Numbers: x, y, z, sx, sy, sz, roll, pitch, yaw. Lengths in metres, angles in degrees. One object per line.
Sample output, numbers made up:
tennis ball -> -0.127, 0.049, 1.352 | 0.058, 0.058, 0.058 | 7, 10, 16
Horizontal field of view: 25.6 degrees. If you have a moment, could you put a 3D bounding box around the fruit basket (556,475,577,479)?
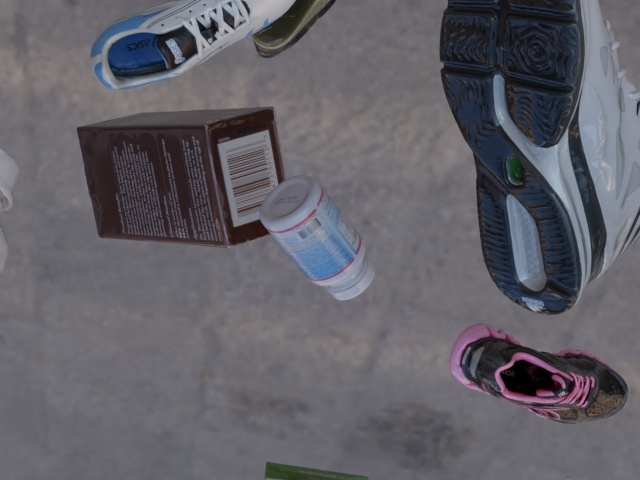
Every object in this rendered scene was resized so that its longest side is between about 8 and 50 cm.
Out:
fruit basket -> 0.218, 0.496, 1.637 | 0.327, 0.353, 0.165 | -35, 142, 29

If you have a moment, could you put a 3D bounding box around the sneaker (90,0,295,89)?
sneaker -> -0.124, -0.216, 1.438 | 0.237, 0.086, 0.085 | -25, 127, 6

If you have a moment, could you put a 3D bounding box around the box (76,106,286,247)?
box -> -0.217, -0.100, 2.197 | 0.143, 0.191, 0.381 | -19, -165, -38

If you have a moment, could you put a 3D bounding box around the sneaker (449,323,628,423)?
sneaker -> 0.135, 0.084, 0.819 | 0.119, 0.047, 0.057 | 15, -178, -24

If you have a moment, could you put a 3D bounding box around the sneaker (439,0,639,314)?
sneaker -> 0.275, -0.168, 1.519 | 0.169, 0.257, 0.447 | 16, 126, 39

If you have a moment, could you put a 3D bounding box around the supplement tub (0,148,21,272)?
supplement tub -> -0.420, 0.050, 1.232 | 0.241, 0.331, 0.241 | 19, 165, 5

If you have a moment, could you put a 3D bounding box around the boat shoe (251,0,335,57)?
boat shoe -> -0.018, -0.325, 1.810 | 0.080, 0.223, 0.073 | 36, 161, 4

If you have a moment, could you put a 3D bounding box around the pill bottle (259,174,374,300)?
pill bottle -> 0.000, 0.000, 1.760 | 0.087, 0.087, 0.160 | -13, 131, 33

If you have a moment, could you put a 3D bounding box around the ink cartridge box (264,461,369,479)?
ink cartridge box -> -0.005, 0.283, 1.314 | 0.109, 0.209, 0.062 | 7, 135, -3
